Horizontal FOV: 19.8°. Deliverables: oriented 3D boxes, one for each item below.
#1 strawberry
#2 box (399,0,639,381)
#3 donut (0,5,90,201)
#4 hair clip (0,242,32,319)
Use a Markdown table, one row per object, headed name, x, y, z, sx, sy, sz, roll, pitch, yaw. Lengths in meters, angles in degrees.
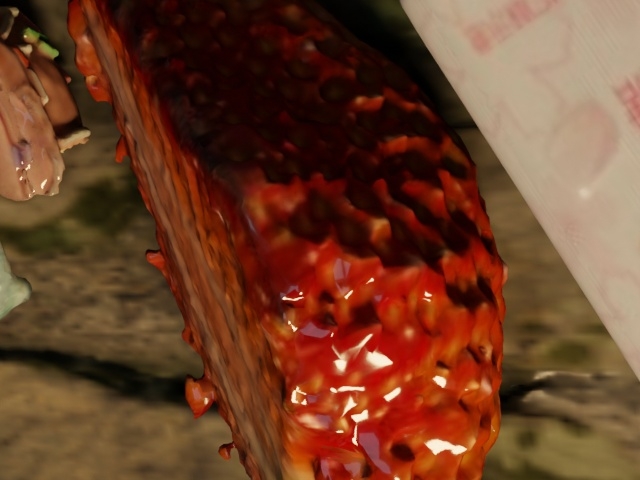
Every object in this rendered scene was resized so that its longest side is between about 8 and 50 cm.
| name | x | y | z | sx | sy | sz | roll | pitch | yaw |
| --- | --- | --- | --- | --- | --- | --- | --- | --- | --- |
| strawberry | 0.002 | 0.000 | 0.639 | 0.175 | 0.107 | 0.236 | 20 | 127 | 67 |
| box | 0.188 | 0.016 | 0.522 | 0.190 | 0.112 | 0.369 | -31 | 90 | 37 |
| donut | -0.170 | -0.060 | 0.735 | 0.166 | 0.065 | 0.117 | -13 | 104 | 34 |
| hair clip | -0.270 | -0.112 | 0.609 | 0.318 | 0.238 | 0.392 | 20 | 107 | 29 |
